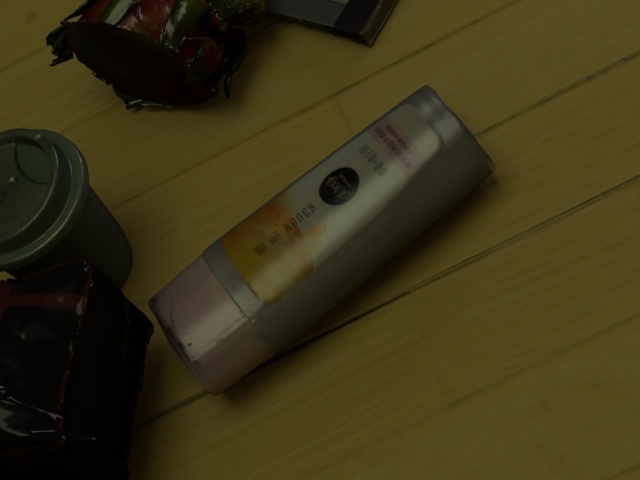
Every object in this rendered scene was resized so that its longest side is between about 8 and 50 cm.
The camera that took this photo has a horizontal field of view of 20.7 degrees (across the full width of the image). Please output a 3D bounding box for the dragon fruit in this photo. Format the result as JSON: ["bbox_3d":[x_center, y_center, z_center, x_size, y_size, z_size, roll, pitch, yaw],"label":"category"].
[{"bbox_3d":[-0.122,-0.165,1.431,0.175,0.138,0.142,-37,87,-15],"label":"dragon fruit"}]

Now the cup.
[{"bbox_3d":[-0.210,-0.012,1.357,0.120,0.141,0.120,-11,62,20],"label":"cup"}]

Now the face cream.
[{"bbox_3d":[0.000,0.000,1.295,0.269,0.073,0.107,-38,46,2],"label":"face cream"}]

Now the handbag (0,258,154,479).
[{"bbox_3d":[-0.238,0.113,1.288,0.215,0.155,0.169,-11,51,22],"label":"handbag"}]

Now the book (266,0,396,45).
[{"bbox_3d":[-0.016,-0.257,1.482,0.231,0.026,0.157,20,75,33],"label":"book"}]
